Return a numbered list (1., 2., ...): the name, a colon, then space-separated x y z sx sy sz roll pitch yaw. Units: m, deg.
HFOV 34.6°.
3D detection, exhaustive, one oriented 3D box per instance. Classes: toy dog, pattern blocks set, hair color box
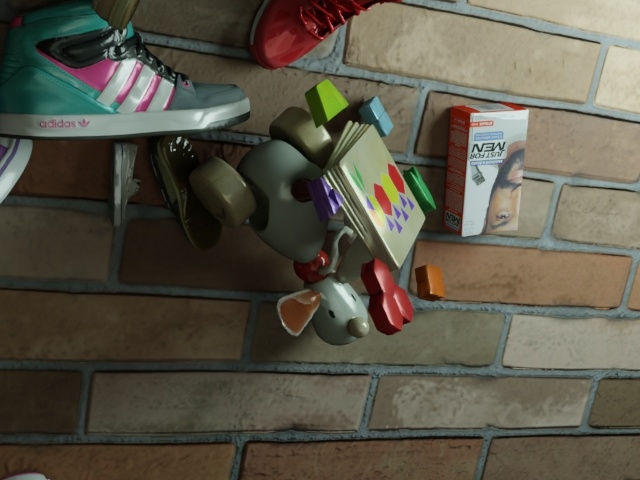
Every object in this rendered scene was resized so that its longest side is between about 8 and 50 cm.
1. toy dog: 0.000 0.000 1.211 0.333 0.161 0.220 38 86 -38
2. pattern blocks set: 0.061 -0.050 1.168 0.026 0.325 0.285 -25 94 24
3. hair color box: 0.219 -0.095 1.371 0.093 0.053 0.167 -7 112 -24

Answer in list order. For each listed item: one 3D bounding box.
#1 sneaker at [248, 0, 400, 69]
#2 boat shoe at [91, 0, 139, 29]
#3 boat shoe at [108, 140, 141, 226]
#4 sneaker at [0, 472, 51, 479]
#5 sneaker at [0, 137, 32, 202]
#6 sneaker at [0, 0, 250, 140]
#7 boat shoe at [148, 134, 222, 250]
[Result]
1. sneaker: 0.017 -0.277 1.170 0.221 0.128 0.087 -49 120 -3
2. boat shoe: -0.196 -0.341 1.005 0.098 0.109 0.302 15 64 -20
3. boat shoe: -0.224 -0.065 1.187 0.035 0.035 0.100 0 101 -22
4. sneaker: -0.358 0.416 1.245 0.103 0.111 0.252 -7 110 -23
5. sneaker: -0.414 -0.065 1.010 0.161 0.102 0.282 58 47 -26
6. sneaker: -0.207 -0.203 1.103 0.295 0.123 0.179 -8 103 -39
7. boat shoe: -0.159 -0.060 1.210 0.056 0.049 0.152 -31 118 -33
